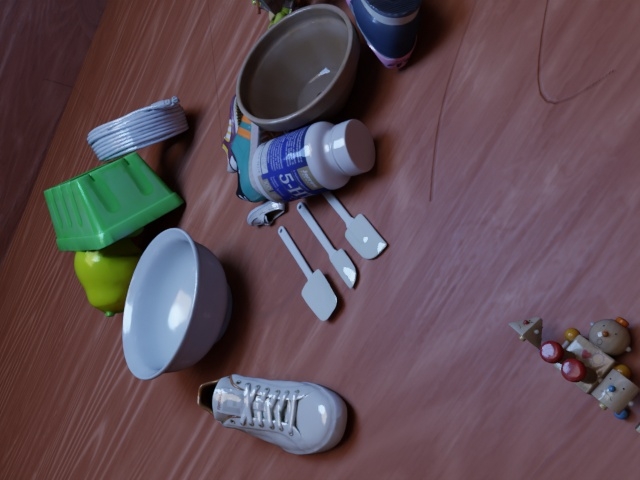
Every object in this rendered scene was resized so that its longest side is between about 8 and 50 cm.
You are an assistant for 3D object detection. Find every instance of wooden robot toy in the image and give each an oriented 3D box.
[{"bbox_3d":[0.266,0.107,0.495,0.079,0.076,0.173,-52,43,7],"label":"wooden robot toy"}]

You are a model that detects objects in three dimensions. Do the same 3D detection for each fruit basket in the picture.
[{"bbox_3d":[-0.532,-0.009,1.371,0.392,0.283,0.391,29,138,30],"label":"fruit basket"}]

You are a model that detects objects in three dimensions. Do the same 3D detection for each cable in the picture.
[{"bbox_3d":[-0.472,-0.286,1.372,0.257,0.089,0.257,-25,16,-7],"label":"cable"}]

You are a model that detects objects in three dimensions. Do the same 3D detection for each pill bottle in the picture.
[{"bbox_3d":[-0.011,-0.131,0.859,0.187,0.112,0.111,-12,67,38],"label":"pill bottle"}]

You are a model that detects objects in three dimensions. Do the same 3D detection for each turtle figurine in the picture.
[{"bbox_3d":[-0.092,-0.480,1.110,0.270,0.087,0.217,16,94,58],"label":"turtle figurine"}]

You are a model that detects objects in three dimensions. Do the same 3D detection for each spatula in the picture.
[{"bbox_3d":[0.000,0.000,0.878,0.168,0.019,0.242,-57,42,19],"label":"spatula"}]

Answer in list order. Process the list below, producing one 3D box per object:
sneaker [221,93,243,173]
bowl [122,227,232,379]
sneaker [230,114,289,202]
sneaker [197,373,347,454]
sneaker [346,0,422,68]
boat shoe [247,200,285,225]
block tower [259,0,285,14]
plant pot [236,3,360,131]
[{"bbox_3d":[-0.180,-0.236,1.135,0.084,0.070,0.185,-27,55,40],"label":"sneaker"},{"bbox_3d":[-0.270,0.133,1.051,0.298,0.134,0.297,-22,60,43],"label":"bowl"},{"bbox_3d":[-0.120,-0.219,1.029,0.121,0.108,0.301,-16,63,46],"label":"sneaker"},{"bbox_3d":[-0.091,0.265,0.806,0.290,0.123,0.105,-10,67,46],"label":"sneaker"},{"bbox_3d":[0.075,-0.412,0.859,0.112,0.131,0.318,-12,58,-2],"label":"sneaker"},{"bbox_3d":[-0.104,-0.047,1.005,0.100,0.035,0.035,-29,53,32],"label":"boat shoe"},{"bbox_3d":[-0.018,-0.577,0.925,0.091,0.097,0.335,43,100,6],"label":"block tower"},{"bbox_3d":[-0.023,-0.278,0.914,0.238,0.110,0.237,-15,60,27],"label":"plant pot"}]
